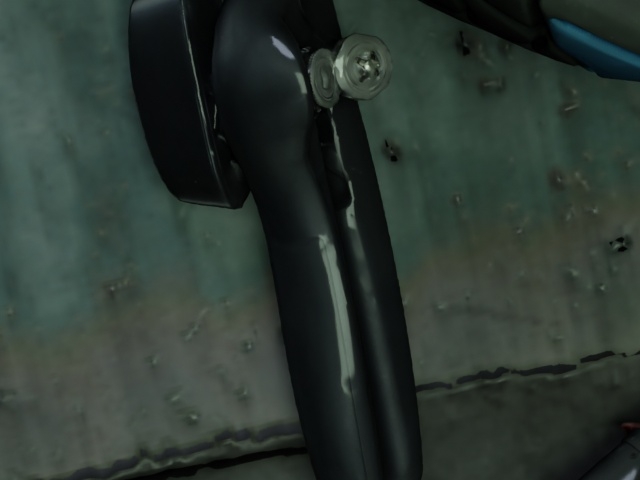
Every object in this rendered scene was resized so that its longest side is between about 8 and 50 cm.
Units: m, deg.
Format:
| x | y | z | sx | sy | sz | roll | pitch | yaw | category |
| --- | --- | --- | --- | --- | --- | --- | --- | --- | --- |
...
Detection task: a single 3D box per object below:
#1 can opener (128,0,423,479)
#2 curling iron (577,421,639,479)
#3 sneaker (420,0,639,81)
| x | y | z | sx | sy | sz | roll | pitch | yaw | category |
| --- | --- | --- | --- | --- | --- | --- | --- | --- | --- |
| 0.000 | 0.000 | 0.523 | 0.059 | 0.073 | 0.186 | -33 | 111 | -45 | can opener |
| 0.114 | 0.059 | 0.557 | 0.274 | 0.035 | 0.068 | -45 | 100 | -3 | curling iron |
| 0.003 | -0.175 | 0.455 | 0.341 | 0.125 | 0.140 | 38 | 88 | -15 | sneaker |
